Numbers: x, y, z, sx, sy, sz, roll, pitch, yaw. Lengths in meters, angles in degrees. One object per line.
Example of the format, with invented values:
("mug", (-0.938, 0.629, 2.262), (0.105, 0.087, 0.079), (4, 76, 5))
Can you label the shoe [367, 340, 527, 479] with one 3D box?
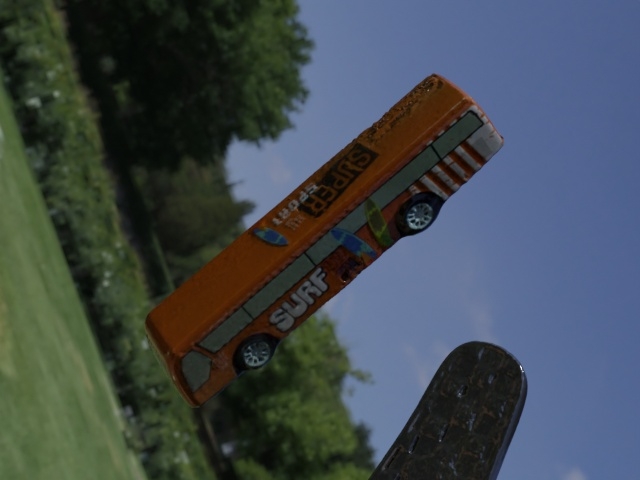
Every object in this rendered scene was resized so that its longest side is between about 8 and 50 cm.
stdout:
("shoe", (0.068, 0.146, 0.754), (0.071, 0.179, 0.049), (23, -16, 23))

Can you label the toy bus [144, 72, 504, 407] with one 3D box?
("toy bus", (0.000, 0.000, 1.285), (0.092, 0.409, 0.093), (51, -3, -38))
